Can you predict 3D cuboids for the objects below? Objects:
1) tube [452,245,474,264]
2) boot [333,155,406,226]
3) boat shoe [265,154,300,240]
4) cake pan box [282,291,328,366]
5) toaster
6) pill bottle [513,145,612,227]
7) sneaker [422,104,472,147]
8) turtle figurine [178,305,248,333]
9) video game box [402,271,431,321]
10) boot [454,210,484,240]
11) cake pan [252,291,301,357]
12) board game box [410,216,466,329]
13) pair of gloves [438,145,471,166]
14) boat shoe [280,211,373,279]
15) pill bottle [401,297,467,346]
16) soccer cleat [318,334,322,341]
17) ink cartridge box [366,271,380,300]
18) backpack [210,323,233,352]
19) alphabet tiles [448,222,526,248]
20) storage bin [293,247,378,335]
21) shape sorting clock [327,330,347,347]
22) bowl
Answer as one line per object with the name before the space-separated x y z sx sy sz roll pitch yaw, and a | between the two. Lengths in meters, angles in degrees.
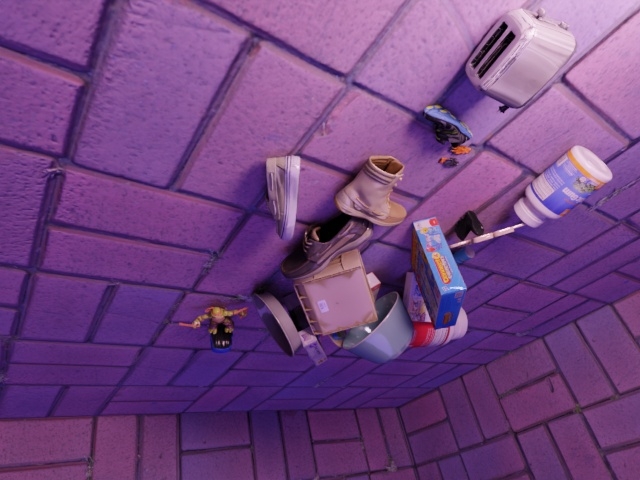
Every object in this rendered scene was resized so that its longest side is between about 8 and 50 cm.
tube | 0.541 0.085 1.762 0.080 0.052 0.207 13 151 -24
boot | 0.198 -0.148 1.282 0.262 0.095 0.203 14 136 -28
boat shoe | -0.112 -0.120 1.224 0.094 0.109 0.302 6 134 -2
cake pan box | -0.064 0.372 1.792 0.070 0.245 0.266 -27 144 -5
toaster | 0.439 -0.405 0.969 0.147 0.129 0.227 11 141 -25
pill bottle | 0.781 -0.165 1.401 0.153 0.152 0.272 8 139 -28
sneaker | 0.333 -0.296 1.136 0.188 0.067 0.078 18 129 -41
turtle figurine | -0.427 0.316 1.730 0.270 0.087 0.217 -14 154 -15
video game box | 0.439 0.247 1.840 0.187 0.204 0.048 11 175 -33
boot | 0.529 -0.038 1.528 0.045 0.121 0.099 6 137 -18
cake pan | -0.171 0.323 1.682 0.054 0.293 0.293 -31 151 -21
board game box | 0.418 0.125 1.557 0.086 0.301 0.308 -14 145 1
pair of gloves | 0.401 -0.251 1.273 0.074 0.010 0.083 5 142 -25
boat shoe | 0.000 0.000 1.413 0.356 0.132 0.130 -34 131 14
pill bottle | 0.477 0.387 2.012 0.409 0.228 0.229 3 142 -23
soccer cleat | -0.031 0.459 2.091 0.095 0.083 0.247 -32 148 -27
ink cartridge box | 0.179 0.231 1.802 0.116 0.067 0.198 -26 150 -19
backpack | -0.431 0.432 1.862 0.098 0.120 0.101 -3 144 -17
alphabet tiles | 0.595 -0.009 1.558 0.278 0.021 0.284 -17 174 5
storage bin | 0.059 0.202 1.608 0.261 0.123 0.262 -16 118 5
shape sorting clock | 0.054 0.356 1.807 0.041 0.206 0.206 -27 143 14
bowl | 0.254 0.370 1.711 0.163 0.311 0.311 44 127 -2
